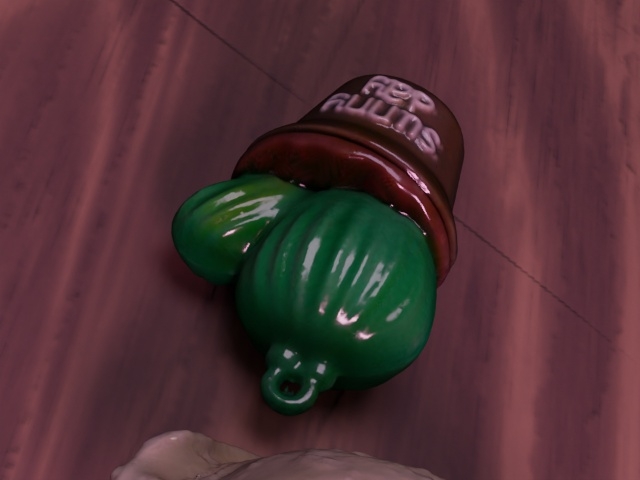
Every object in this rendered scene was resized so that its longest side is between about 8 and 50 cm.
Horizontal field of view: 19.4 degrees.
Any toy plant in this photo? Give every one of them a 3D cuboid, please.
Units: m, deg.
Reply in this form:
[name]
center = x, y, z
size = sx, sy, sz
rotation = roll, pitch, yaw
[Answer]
[toy plant]
center = 0.000, 0.000, 0.935
size = 0.143, 0.105, 0.200
rotation = 25, 51, 9

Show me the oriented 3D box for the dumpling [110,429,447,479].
[dumpling]
center = 0.013, 0.139, 0.784
size = 0.252, 0.131, 0.179
rotation = -1, 25, -47
